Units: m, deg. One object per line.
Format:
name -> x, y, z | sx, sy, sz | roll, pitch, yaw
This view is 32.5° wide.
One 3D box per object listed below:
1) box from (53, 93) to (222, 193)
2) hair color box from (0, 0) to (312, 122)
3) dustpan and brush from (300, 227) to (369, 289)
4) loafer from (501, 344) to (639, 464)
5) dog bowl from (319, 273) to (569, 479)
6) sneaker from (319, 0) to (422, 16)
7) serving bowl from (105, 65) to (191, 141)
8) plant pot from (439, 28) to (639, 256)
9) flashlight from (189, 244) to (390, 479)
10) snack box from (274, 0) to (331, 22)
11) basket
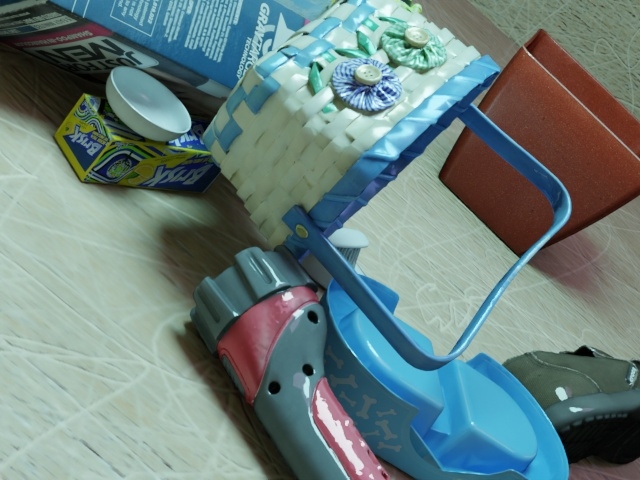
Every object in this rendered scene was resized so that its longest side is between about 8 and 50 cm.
box -> -0.158, -0.086, 1.010 | 0.169, 0.054, 0.059 | 2, 46, -56
hair color box -> -0.143, -0.193, 1.046 | 0.347, 0.105, 0.174 | 21, -11, -42
dustpan and brush -> 0.000, 0.000, 1.114 | 0.211, 0.060, 0.147 | 7, 43, -55
loafer -> 0.329, 0.172, 1.267 | 0.366, 0.134, 0.130 | 12, 39, -51
dog bowl -> 0.098, 0.148, 1.009 | 0.297, 0.074, 0.166 | 35, 25, -22
sneaker -> 0.084, -0.307, 1.663 | 0.145, 0.147, 0.384 | 26, 30, -40
serving bowl -> -0.155, -0.115, 0.958 | 0.083, 0.027, 0.083 | 36, 24, -19
plant pot -> 0.335, -0.134, 1.665 | 0.267, 0.236, 0.267 | 44, 24, 1
flashlight -> 0.014, 0.145, 0.841 | 0.103, 0.103, 0.304 | -1, 48, -55
snack box -> -0.100, -0.431, 1.668 | 0.174, 0.070, 0.207 | 12, 39, -50
basket -> 0.062, -0.058, 0.946 | 0.289, 0.201, 0.255 | 46, 51, -3
